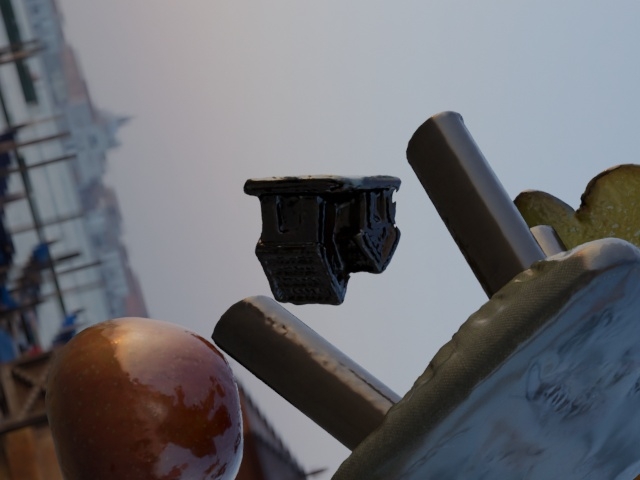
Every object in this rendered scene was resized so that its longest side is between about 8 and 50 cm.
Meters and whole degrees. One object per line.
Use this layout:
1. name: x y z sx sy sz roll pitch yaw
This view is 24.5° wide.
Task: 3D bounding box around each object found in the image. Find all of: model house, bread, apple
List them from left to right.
1. apple: -0.160 0.174 1.380 0.235 0.173 0.210 152 -75 -83
2. model house: 0.007 0.000 1.660 0.106 0.165 0.152 -24 114 -77
3. bread: 0.263 -0.011 1.408 0.065 0.187 0.149 -115 -136 -76

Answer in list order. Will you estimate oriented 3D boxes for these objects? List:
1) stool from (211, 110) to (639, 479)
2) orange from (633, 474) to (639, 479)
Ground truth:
1. stool: 0.124 0.095 1.191 0.226 0.310 0.310 51 6 36
2. orange: 0.431 0.302 1.929 0.177 0.155 0.178 34 50 -53
